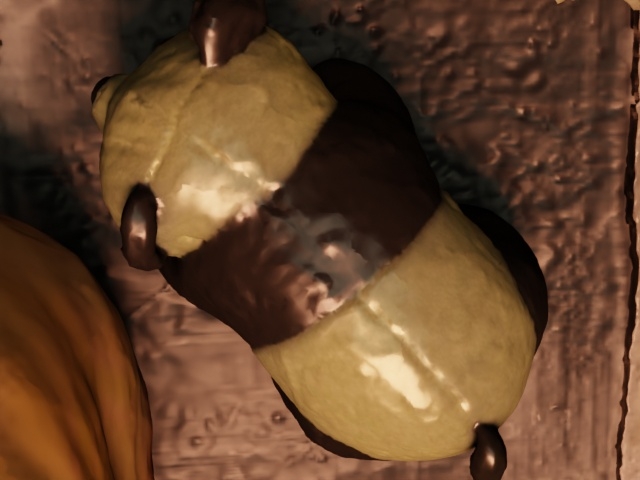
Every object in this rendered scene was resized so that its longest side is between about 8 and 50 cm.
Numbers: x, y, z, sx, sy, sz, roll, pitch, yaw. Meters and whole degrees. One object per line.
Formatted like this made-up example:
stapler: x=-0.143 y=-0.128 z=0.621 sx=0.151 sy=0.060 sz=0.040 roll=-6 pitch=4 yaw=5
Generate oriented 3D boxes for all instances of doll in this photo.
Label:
doll: x=0.002 y=0.000 z=0.441 sx=0.143 sy=0.135 sz=0.234 roll=-41 pitch=98 yaw=2

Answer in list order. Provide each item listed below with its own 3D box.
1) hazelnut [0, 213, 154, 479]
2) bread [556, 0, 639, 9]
hazelnut: x=-0.163 y=0.115 z=0.396 sx=0.261 sy=0.261 sz=0.241 roll=-42 pitch=101 yaw=5
bread: x=0.067 y=-0.234 z=0.346 sx=0.279 sy=0.225 sz=0.250 roll=24 pitch=105 yaw=-18
